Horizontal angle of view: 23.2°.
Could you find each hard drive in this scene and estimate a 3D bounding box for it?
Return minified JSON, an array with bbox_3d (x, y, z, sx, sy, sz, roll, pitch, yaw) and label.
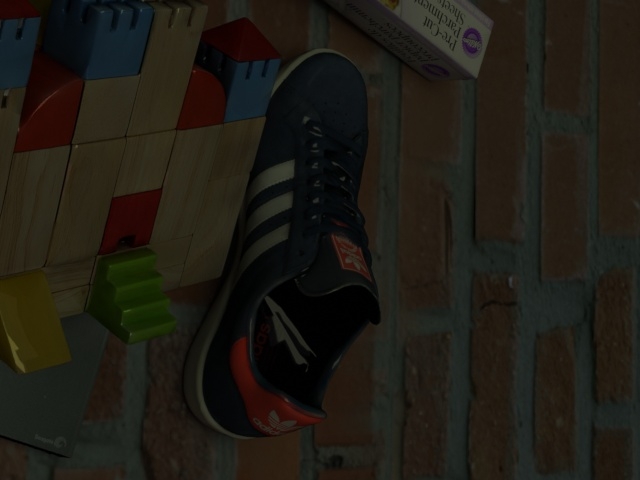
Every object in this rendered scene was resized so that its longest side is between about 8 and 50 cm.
[{"bbox_3d":[-0.219,0.093,1.223,0.094,0.022,0.135,25,74,-33],"label":"hard drive"}]

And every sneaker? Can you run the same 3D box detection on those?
[{"bbox_3d":[0.000,0.000,1.312,0.131,0.148,0.350,21,76,-34],"label":"sneaker"}]

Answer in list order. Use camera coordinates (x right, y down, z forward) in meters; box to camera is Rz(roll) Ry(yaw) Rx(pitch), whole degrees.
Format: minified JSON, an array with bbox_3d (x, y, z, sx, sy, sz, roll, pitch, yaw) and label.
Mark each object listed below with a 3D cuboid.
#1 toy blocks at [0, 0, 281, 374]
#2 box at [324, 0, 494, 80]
[{"bbox_3d":[-0.170,-0.082,1.099,0.381,0.191,0.260,-13,129,-48],"label":"toy blocks"},{"bbox_3d":[0.028,-0.244,1.375,0.324,0.063,0.067,32,70,-38],"label":"box"}]
